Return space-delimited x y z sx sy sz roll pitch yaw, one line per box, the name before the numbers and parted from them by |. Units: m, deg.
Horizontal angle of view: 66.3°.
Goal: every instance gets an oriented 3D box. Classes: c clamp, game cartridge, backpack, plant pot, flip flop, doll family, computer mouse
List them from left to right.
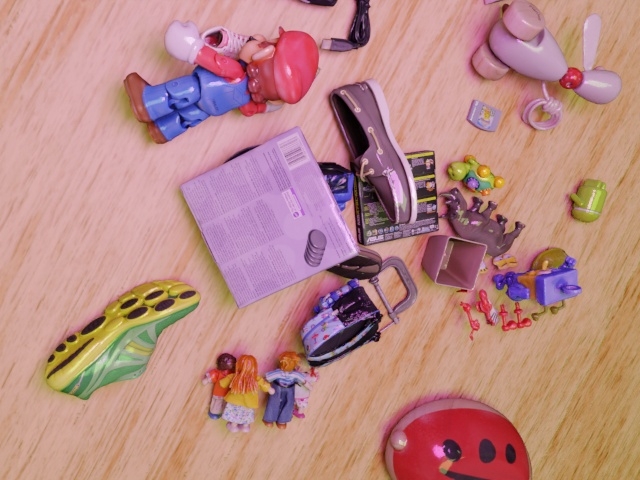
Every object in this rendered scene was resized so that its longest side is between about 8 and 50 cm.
doll family | -0.107 0.304 1.009 0.262 0.118 0.163 7 98 -22
computer mouse | -0.013 -0.455 0.922 0.261 0.060 0.184 -2 98 -32
backpack | -0.005 -0.103 0.974 0.120 0.098 0.101 -3 106 -21
flip flop | 0.000 0.000 1.002 0.276 0.112 0.080 18 52 -11
backpack | 0.031 0.181 1.016 0.173 0.117 0.158 -30 153 -10
c clamp | 0.161 0.123 1.127 0.137 0.022 0.161 -29 110 -13
plant pot | 0.294 0.040 1.118 0.108 0.096 0.109 11 100 -23
game cartridge | 0.378 -0.284 1.128 0.083 0.017 0.056 15 99 -23

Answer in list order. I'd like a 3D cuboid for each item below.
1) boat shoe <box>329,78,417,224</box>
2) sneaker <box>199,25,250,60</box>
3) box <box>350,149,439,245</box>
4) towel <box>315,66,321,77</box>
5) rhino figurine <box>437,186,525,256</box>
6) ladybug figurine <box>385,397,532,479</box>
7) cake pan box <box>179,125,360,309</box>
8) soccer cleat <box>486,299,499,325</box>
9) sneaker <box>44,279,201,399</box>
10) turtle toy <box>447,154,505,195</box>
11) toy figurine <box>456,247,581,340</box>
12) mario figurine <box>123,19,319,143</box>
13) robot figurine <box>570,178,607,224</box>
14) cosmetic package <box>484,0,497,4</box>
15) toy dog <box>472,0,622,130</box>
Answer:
boat shoe | 0.103 -0.167 0.959 0.091 0.109 0.305 -15 81 -17
sneaker | -0.156 -0.350 0.880 0.134 0.070 0.051 -1 98 -21
box | 0.165 -0.095 1.072 0.190 0.045 0.184 -12 103 -17
towel | -0.044 -0.321 0.961 0.060 0.009 0.083 36 86 -23
rhino figurine | 0.364 -0.046 1.143 0.243 0.073 0.106 29 87 -22
ladybug figurine | 0.361 0.561 1.220 0.449 0.162 0.305 22 93 -23
cake pan box | -0.093 -0.043 0.894 0.245 0.070 0.267 -27 90 3
soccer cleat | 0.433 0.179 1.241 0.035 0.029 0.083 -32 114 -21
sneaker | -0.353 0.180 0.912 0.295 0.109 0.124 -34 134 -13
turtle toy | 0.348 -0.147 1.112 0.130 0.095 0.066 26 112 -23
toy figurine | 0.533 0.124 1.147 0.362 0.217 0.192 -9 92 -23
mario figurine | -0.160 -0.287 0.842 0.320 0.198 0.170 -19 103 -2
robot figurine | 0.691 -0.098 1.259 0.101 0.067 0.115 10 98 -34
cosmetic package | 0.413 -0.689 0.960 0.155 0.197 0.366 -21 109 -17
toy dog | 0.489 -0.414 1.070 0.333 0.220 0.161 29 58 -31
